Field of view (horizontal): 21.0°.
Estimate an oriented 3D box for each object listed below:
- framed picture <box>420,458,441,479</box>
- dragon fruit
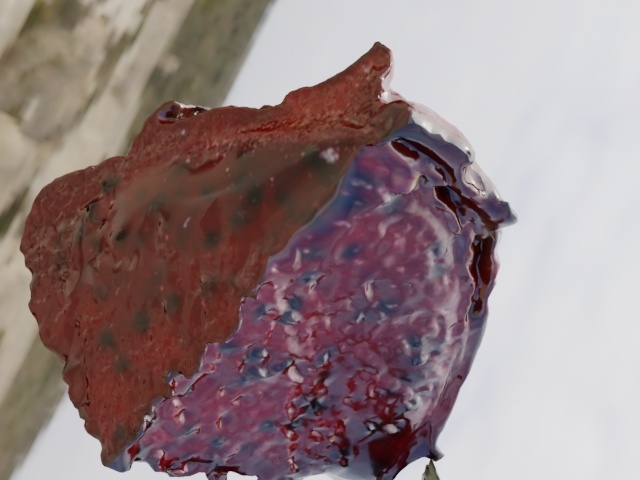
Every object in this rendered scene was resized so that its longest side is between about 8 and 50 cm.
[{"bbox_3d":[0.127,0.312,1.319,0.016,0.273,0.216,-21,162,-5],"label":"framed picture"},{"bbox_3d":[-0.003,-0.007,1.204,0.329,0.286,0.228,-54,-137,26],"label":"dragon fruit"}]
